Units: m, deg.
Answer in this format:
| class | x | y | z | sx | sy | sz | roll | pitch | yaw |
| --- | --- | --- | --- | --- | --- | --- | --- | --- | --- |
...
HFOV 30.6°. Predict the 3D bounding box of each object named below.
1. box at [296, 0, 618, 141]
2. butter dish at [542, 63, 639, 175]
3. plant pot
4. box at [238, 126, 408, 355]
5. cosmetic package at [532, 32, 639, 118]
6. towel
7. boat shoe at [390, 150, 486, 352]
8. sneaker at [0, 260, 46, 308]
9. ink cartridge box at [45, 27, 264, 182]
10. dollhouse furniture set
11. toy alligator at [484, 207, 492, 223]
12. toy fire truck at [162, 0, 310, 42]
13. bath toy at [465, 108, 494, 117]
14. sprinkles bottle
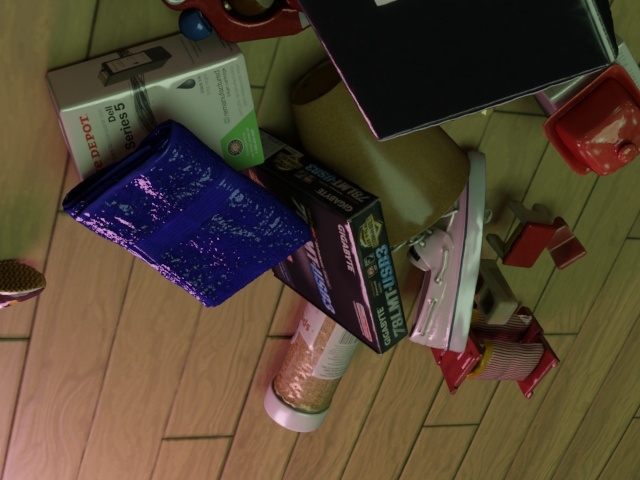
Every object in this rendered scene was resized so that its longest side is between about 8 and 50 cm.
| class | x | y | z | sx | sy | sz | roll | pitch | yaw |
| --- | --- | --- | --- | --- | --- | --- | --- | --- | --- |
| box | 0.103 | -0.461 | 1.300 | 0.297 | 0.472 | 0.480 | -16 | 129 | 22 |
| butter dish | 0.459 | -0.165 | 1.841 | 0.160 | 0.118 | 0.160 | -39 | 131 | 10 |
| plant pot | 0.071 | -0.156 | 1.821 | 0.237 | 0.237 | 0.254 | -35 | 119 | 4 |
| box | 0.000 | 0.000 | 1.841 | 0.073 | 0.293 | 0.296 | -35 | 135 | -20 |
| cosmetic package | 0.440 | -0.260 | 1.941 | 0.151 | 0.151 | 0.184 | -37 | 132 | 6 |
| towel | -0.188 | -0.024 | 1.692 | 0.227 | 0.076 | 0.308 | -32 | 134 | 26 |
| boat shoe | 0.202 | 0.016 | 2.064 | 0.156 | 0.136 | 0.367 | 7 | 111 | 4 |
| sneaker | -0.522 | 0.089 | 1.827 | 0.185 | 0.070 | 0.084 | -7 | 137 | -13 |
| ink cartridge box | -0.239 | -0.178 | 1.709 | 0.272 | 0.115 | 0.198 | -19 | 132 | -10 |
| dollhouse furniture set | 0.375 | 0.118 | 2.175 | 0.201 | 0.152 | 0.374 | 5 | 132 | -28 |
| toy alligator | 0.259 | 0.018 | 2.149 | 0.190 | 0.056 | 0.051 | -55 | 173 | 12 |
| toy fire truck | -0.114 | -0.391 | 1.576 | 0.253 | 0.169 | 0.302 | -27 | 133 | 12 |
| bath toy | 0.206 | -0.343 | 1.760 | 0.129 | 0.151 | 0.348 | -18 | 136 | -3 |
| sprinkles bottle | 0.010 | 0.178 | 2.104 | 0.121 | 0.121 | 0.355 | 6 | 122 | -29 |
